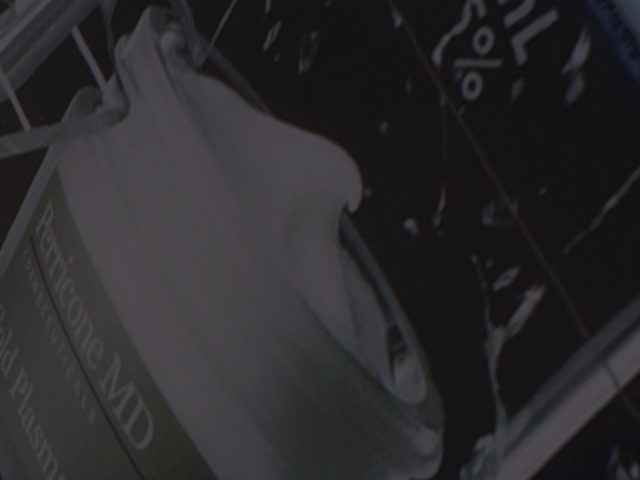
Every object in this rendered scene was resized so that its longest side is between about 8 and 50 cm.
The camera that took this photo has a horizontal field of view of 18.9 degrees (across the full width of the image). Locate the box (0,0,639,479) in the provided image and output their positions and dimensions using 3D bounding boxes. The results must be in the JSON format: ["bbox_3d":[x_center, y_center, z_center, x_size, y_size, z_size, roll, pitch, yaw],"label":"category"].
[{"bbox_3d":[0.000,0.000,0.699,0.297,0.472,0.480,2,49,-41],"label":"box"}]
